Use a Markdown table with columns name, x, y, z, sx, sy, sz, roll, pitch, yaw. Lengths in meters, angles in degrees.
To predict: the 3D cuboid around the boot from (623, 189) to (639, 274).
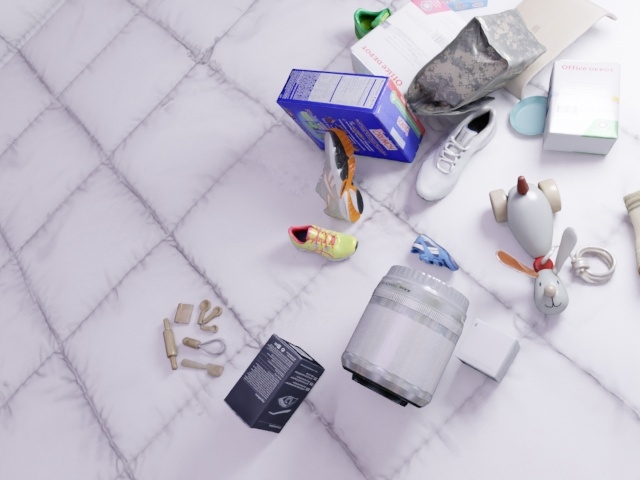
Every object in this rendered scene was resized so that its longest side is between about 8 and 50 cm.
| name | x | y | z | sx | sy | sz | roll | pitch | yaw |
| --- | --- | --- | --- | --- | --- | --- | --- | --- | --- |
| boot | 0.798 | -0.036 | 1.213 | 0.262 | 0.095 | 0.204 | -12 | 62 | 25 |

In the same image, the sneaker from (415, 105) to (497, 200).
| name | x | y | z | sx | sy | sz | roll | pitch | yaw |
| --- | --- | --- | --- | --- | --- | --- | --- | --- | --- |
| sneaker | 0.344 | -0.233 | 1.476 | 0.111 | 0.129 | 0.297 | 37 | 88 | 13 |

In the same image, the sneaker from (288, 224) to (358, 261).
| name | x | y | z | sx | sy | sz | roll | pitch | yaw |
| --- | --- | --- | --- | --- | --- | --- | --- | --- | --- |
| sneaker | 0.000 | 0.000 | 1.561 | 0.208 | 0.094 | 0.081 | 6 | 69 | 25 |

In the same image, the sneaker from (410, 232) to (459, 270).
| name | x | y | z | sx | sy | sz | roll | pitch | yaw |
| --- | --- | --- | --- | --- | --- | --- | --- | --- | --- |
| sneaker | 0.285 | 0.040 | 1.438 | 0.059 | 0.053 | 0.144 | -47 | 49 | -2 |

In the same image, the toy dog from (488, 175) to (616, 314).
| name | x | y | z | sx | sy | sz | roll | pitch | yaw |
| --- | --- | --- | --- | --- | --- | --- | --- | --- | --- |
| toy dog | 0.493 | -0.018 | 1.302 | 0.220 | 0.161 | 0.334 | -34 | 58 | 8 |

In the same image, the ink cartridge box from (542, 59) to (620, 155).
| name | x | y | z | sx | sy | sz | roll | pitch | yaw |
| --- | --- | --- | --- | --- | --- | --- | --- | --- | --- |
| ink cartridge box | 0.636 | -0.326 | 1.400 | 0.154 | 0.093 | 0.212 | 7 | 72 | 14 |

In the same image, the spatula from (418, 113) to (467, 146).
| name | x | y | z | sx | sy | sz | roll | pitch | yaw |
| --- | --- | --- | --- | --- | --- | --- | --- | --- | --- |
| spatula | 0.292 | -0.388 | 1.648 | 0.168 | 0.019 | 0.242 | -34 | 54 | 9 |

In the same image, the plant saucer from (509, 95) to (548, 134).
| name | x | y | z | sx | sy | sz | roll | pitch | yaw |
| --- | --- | --- | --- | --- | --- | --- | --- | --- | --- |
| plant saucer | 0.555 | -0.321 | 1.491 | 0.119 | 0.021 | 0.119 | -10 | 63 | 21 |

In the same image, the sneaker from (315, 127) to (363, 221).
| name | x | y | z | sx | sy | sz | roll | pitch | yaw |
| --- | --- | --- | --- | --- | --- | --- | --- | --- | --- |
| sneaker | 0.030 | -0.172 | 1.555 | 0.121 | 0.262 | 0.099 | 3 | 25 | 34 |

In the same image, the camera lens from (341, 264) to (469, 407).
| name | x | y | z | sx | sy | sz | roll | pitch | yaw |
| --- | --- | --- | --- | --- | --- | --- | --- | --- | --- |
| camera lens | 0.191 | 0.221 | 1.300 | 0.219 | 0.219 | 0.274 | 22 | 78 | 31 |

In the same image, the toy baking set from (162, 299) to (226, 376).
| name | x | y | z | sx | sy | sz | roll | pitch | yaw |
| --- | --- | --- | --- | --- | --- | --- | --- | --- | --- |
| toy baking set | -0.362 | 0.281 | 1.639 | 0.196 | 0.030 | 0.256 | -23 | 60 | 14 |

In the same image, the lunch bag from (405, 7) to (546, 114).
| name | x | y | z | sx | sy | sz | roll | pitch | yaw |
| --- | --- | --- | --- | --- | --- | --- | --- | --- | --- |
| lunch bag | 0.376 | -0.420 | 1.442 | 0.287 | 0.235 | 0.169 | -37 | 84 | 46 |

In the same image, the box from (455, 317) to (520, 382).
| name | x | y | z | sx | sy | sz | roll | pitch | yaw |
| --- | --- | --- | --- | --- | --- | --- | --- | --- | --- |
| box | 0.374 | 0.246 | 1.282 | 0.101 | 0.087 | 0.102 | 27 | 81 | 32 |

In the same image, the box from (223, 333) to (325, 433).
| name | x | y | z | sx | sy | sz | roll | pitch | yaw |
| --- | --- | --- | --- | --- | --- | --- | --- | --- | --- |
| box | -0.111 | 0.357 | 1.418 | 0.108 | 0.153 | 0.207 | 35 | 84 | 33 |

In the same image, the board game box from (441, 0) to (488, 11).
| name | x | y | z | sx | sy | sz | roll | pitch | yaw |
| --- | --- | --- | --- | --- | --- | --- | --- | --- | --- |
| board game box | 0.432 | -0.795 | 1.749 | 0.160 | 0.039 | 0.212 | 0 | 67 | 25 |

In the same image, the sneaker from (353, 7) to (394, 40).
| name | x | y | z | sx | sy | sz | roll | pitch | yaw |
| --- | --- | --- | --- | --- | --- | --- | --- | --- | --- |
| sneaker | 0.208 | -0.619 | 1.723 | 0.295 | 0.123 | 0.109 | 30 | 82 | 31 |

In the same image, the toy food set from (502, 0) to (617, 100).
| name | x | y | z | sx | sy | sz | roll | pitch | yaw |
| --- | --- | --- | --- | --- | --- | --- | --- | --- | --- |
| toy food set | 0.588 | -0.537 | 1.536 | 0.306 | 0.092 | 0.220 | -42 | 51 | 12 |

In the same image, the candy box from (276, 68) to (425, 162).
| name | x | y | z | sx | sy | sz | roll | pitch | yaw |
| --- | --- | --- | --- | --- | --- | --- | --- | --- | --- |
| candy box | 0.086 | -0.337 | 1.558 | 0.317 | 0.268 | 0.122 | 17 | 78 | 34 |

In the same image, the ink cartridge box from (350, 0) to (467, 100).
| name | x | y | z | sx | sy | sz | roll | pitch | yaw |
| --- | --- | --- | --- | --- | --- | --- | --- | --- | --- |
| ink cartridge box | 0.250 | -0.516 | 1.576 | 0.283 | 0.117 | 0.207 | -39 | 74 | -5 |
